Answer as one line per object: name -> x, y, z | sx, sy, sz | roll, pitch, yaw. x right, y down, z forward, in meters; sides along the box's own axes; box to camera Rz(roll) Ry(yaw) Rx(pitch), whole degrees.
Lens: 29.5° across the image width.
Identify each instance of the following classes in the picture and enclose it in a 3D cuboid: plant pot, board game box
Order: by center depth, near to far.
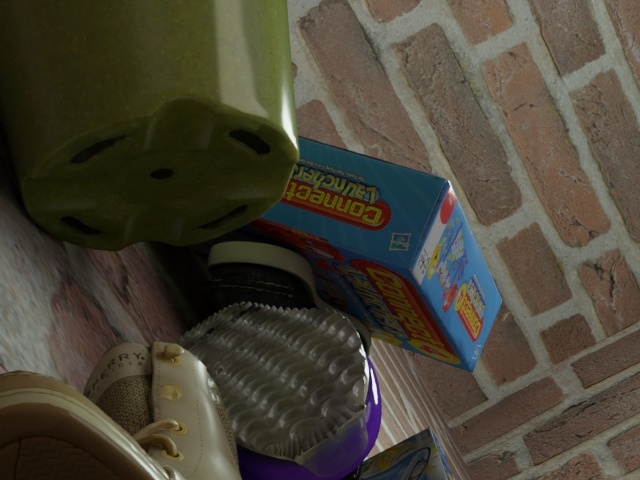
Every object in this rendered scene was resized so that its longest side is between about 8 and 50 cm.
plant pot -> -0.126, -0.141, 0.837 | 0.276, 0.276, 0.254 | 53, 21, -63
board game box -> 0.059, 0.248, 1.106 | 0.035, 0.136, 0.201 | 61, 3, -11
board game box -> 0.000, 0.000, 1.172 | 0.302, 0.086, 0.308 | 18, -15, 24

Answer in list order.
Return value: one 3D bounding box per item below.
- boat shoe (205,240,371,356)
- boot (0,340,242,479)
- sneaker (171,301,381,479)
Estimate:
boat shoe -> -0.029, 0.109, 1.170 | 0.340, 0.127, 0.113 | 66, 29, -67
boot -> -0.089, 0.106, 0.541 | 0.262, 0.095, 0.203 | 60, 5, -38
sneaker -> -0.012, 0.127, 0.788 | 0.146, 0.102, 0.293 | 59, -14, -13
